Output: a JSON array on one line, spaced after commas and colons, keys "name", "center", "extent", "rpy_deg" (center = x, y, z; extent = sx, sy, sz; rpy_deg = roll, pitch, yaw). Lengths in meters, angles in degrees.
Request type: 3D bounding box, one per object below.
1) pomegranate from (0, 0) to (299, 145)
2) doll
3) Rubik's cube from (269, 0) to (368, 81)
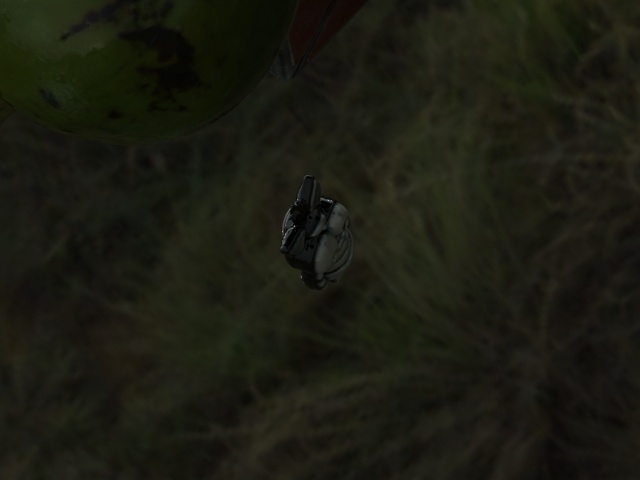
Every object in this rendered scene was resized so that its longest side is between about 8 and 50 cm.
[{"name": "pomegranate", "center": [-0.166, -0.171, 1.289], "extent": [0.340, 0.260, 0.260], "rpy_deg": [-40, 47, 20]}, {"name": "doll", "center": [0.000, 0.000, 1.954], "extent": [0.067, 0.219, 0.091], "rpy_deg": [19, 81, 16]}, {"name": "Rubik's cube", "center": [-0.052, -0.361, 1.847], "extent": [0.260, 0.259, 0.255], "rpy_deg": [40, 77, 14]}]
